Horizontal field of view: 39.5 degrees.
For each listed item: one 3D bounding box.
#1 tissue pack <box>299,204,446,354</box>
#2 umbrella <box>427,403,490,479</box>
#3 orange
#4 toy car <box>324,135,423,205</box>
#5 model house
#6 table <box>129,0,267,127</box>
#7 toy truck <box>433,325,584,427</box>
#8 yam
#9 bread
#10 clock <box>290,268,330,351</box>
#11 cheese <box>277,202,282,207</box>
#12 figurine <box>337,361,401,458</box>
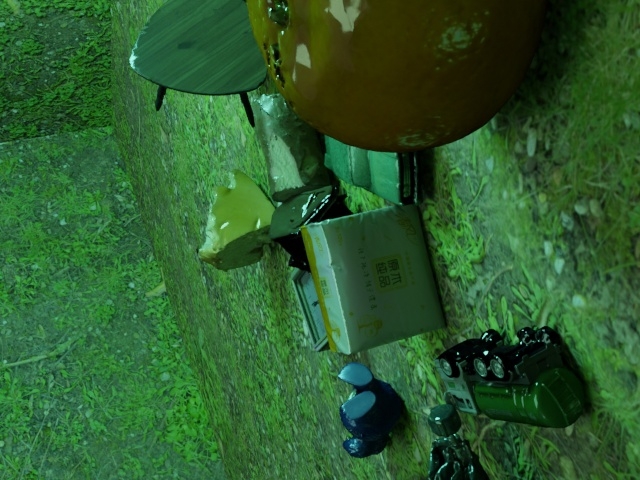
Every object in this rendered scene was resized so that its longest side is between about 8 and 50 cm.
[{"bbox_3d":[0.087,0.062,1.515,0.124,0.185,0.225,162,94,-69],"label":"tissue pack"},{"bbox_3d":[0.233,0.406,1.351,0.143,0.094,0.349,2,121,54],"label":"umbrella"},{"bbox_3d":[0.080,-0.318,1.110,0.424,0.326,0.424,166,90,-71],"label":"orange"},{"bbox_3d":[0.076,-0.153,1.543,0.320,0.097,0.141,-142,43,-61],"label":"toy car"},{"bbox_3d":[0.001,-0.007,1.789,0.164,0.141,0.203,39,159,-25],"label":"model house"},{"bbox_3d":[-0.258,-0.400,2.145,0.249,0.317,0.317,95,157,-70],"label":"table"},{"bbox_3d":[0.264,0.196,1.252,0.125,0.101,0.242,67,158,-4],"label":"toy truck"},{"bbox_3d":[-0.061,-0.200,1.847,0.128,0.129,0.238,113,145,-81],"label":"yam"},{"bbox_3d":[-0.235,-0.042,2.270,0.224,0.211,0.183,58,159,31],"label":"bread"},{"bbox_3d":[0.008,0.131,1.927,0.147,0.071,0.192,126,128,-64],"label":"clock"},{"bbox_3d":[-0.062,-0.083,2.000,0.227,0.064,0.137,-139,45,-56],"label":"cheese"},{"bbox_3d":[0.102,0.350,1.758,0.262,0.120,0.164,69,-156,-63],"label":"figurine"}]
